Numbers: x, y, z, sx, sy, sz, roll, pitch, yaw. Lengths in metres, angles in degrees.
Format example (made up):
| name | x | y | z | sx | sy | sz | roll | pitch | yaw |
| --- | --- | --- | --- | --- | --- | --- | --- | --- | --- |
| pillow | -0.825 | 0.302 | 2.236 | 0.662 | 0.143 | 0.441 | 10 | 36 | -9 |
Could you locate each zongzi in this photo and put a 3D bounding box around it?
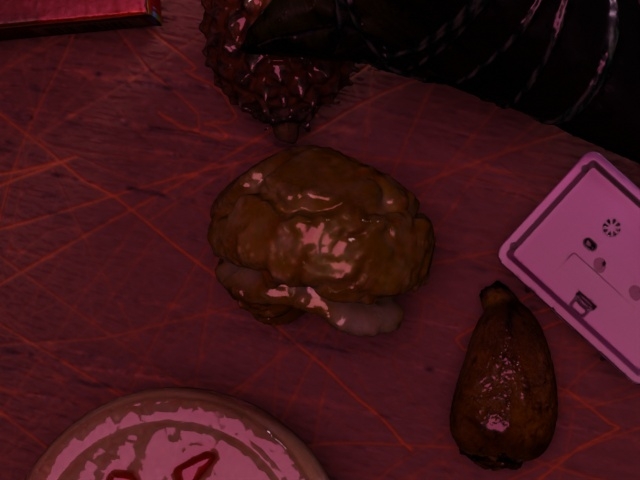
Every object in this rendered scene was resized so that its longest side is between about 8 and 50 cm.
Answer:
| name | x | y | z | sx | sy | sz | roll | pitch | yaw |
| --- | --- | --- | --- | --- | --- | --- | --- | --- | --- |
| zongzi | 0.187 | -0.201 | 1.778 | 0.319 | 0.383 | 0.362 | -47 | 58 | 43 |

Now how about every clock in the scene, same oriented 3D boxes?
| name | x | y | z | sx | sy | sz | roll | pitch | yaw |
| --- | --- | --- | --- | --- | --- | --- | --- | --- | --- |
| clock | 0.291 | 0.030 | 1.903 | 0.197 | 0.063 | 0.150 | 42 | 91 | 7 |

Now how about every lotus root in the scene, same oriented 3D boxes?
| name | x | y | z | sx | sy | sz | roll | pitch | yaw |
| --- | --- | --- | --- | --- | --- | --- | --- | --- | --- |
| lotus root | 0.181 | 0.131 | 1.896 | 0.108 | 0.094 | 0.190 | 8 | 81 | -28 |

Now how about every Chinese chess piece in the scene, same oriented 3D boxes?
| name | x | y | z | sx | sy | sz | roll | pitch | yaw |
| --- | --- | --- | --- | --- | --- | --- | --- | --- | --- |
| Chinese chess piece | -0.139 | 0.311 | 1.871 | 0.338 | 0.140 | 0.338 | -2 | 76 | 6 |

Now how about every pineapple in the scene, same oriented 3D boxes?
| name | x | y | z | sx | sy | sz | roll | pitch | yaw |
| --- | --- | --- | --- | --- | --- | --- | --- | --- | --- |
| pineapple | -0.038 | -0.192 | 1.910 | 0.166 | 0.166 | 0.193 | -4 | 93 | 6 |

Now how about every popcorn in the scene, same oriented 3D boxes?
| name | x | y | z | sx | sy | sz | roll | pitch | yaw |
| --- | --- | --- | --- | --- | --- | --- | --- | --- | --- |
| popcorn | 0.000 | 0.000 | 1.872 | 0.221 | 0.204 | 0.183 | 11 | 87 | 21 |

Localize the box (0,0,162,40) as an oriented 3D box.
| name | x | y | z | sx | sy | sz | roll | pitch | yaw |
| --- | --- | --- | --- | --- | --- | --- | --- | --- | --- |
| box | -0.328 | -0.308 | 1.977 | 0.313 | 0.089 | 0.197 | -4 | 88 | 5 |
